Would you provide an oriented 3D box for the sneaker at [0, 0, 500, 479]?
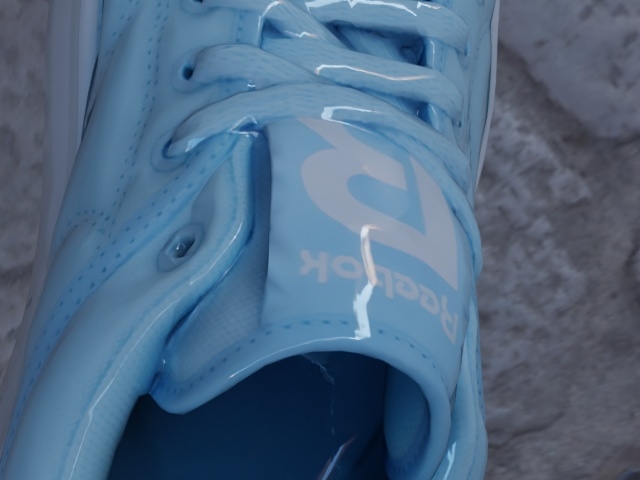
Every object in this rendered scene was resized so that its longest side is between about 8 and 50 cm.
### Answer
[{"bbox_3d":[0.000,0.000,0.399,0.135,0.150,0.366,17,76,-26],"label":"sneaker"}]
